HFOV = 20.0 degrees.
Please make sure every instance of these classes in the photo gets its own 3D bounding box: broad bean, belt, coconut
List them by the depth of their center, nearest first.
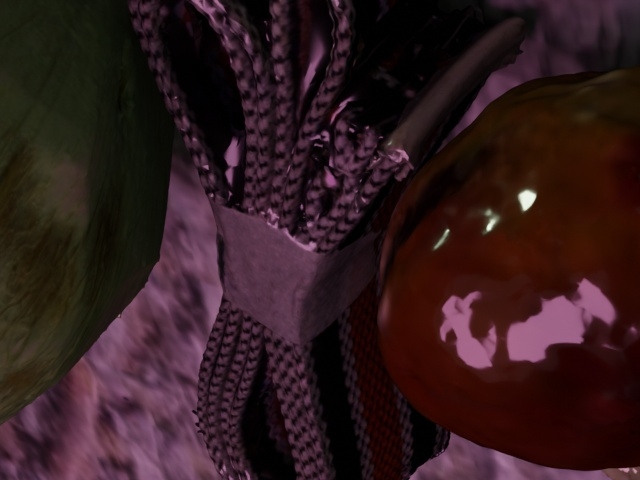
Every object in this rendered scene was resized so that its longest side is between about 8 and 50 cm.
[{"bbox_3d":[0.132,0.017,0.592,0.228,0.122,0.156,6,125,7],"label":"broad bean"},{"bbox_3d":[-0.196,-0.046,0.711,0.281,0.328,0.328,50,155,33],"label":"coconut"},{"bbox_3d":[0.000,0.000,0.748,0.126,0.094,0.359,28,144,21],"label":"belt"}]

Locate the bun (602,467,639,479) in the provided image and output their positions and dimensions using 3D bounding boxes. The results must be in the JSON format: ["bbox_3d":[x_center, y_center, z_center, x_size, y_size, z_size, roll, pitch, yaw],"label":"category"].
[{"bbox_3d":[0.130,0.062,0.711,0.115,0.069,0.115,38,-179,-1],"label":"bun"}]
